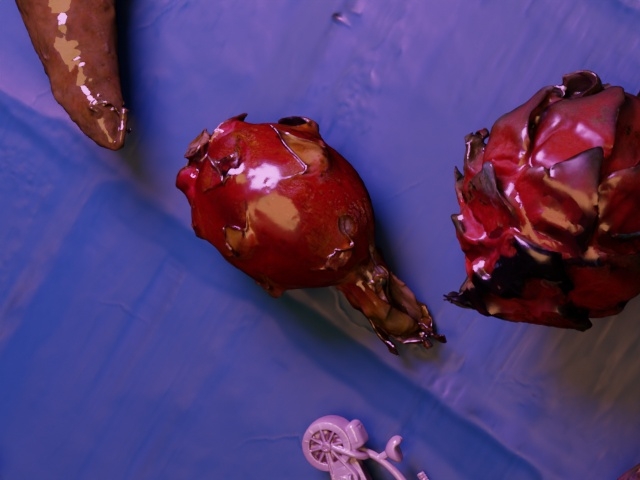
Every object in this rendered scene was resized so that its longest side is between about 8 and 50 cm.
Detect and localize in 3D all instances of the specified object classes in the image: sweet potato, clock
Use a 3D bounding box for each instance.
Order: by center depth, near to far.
[{"bbox_3d":[0.038,0.192,1.533,0.087,0.041,0.129,-26,91,20],"label":"clock"},{"bbox_3d":[-0.204,-0.279,1.534,0.131,0.130,0.422,-3,94,17],"label":"sweet potato"}]

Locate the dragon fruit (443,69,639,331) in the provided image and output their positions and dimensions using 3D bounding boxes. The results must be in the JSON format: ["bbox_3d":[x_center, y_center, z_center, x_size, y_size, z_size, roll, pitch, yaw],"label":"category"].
[{"bbox_3d":[0.178,-0.028,1.414,0.182,0.182,0.188,0,95,16],"label":"dragon fruit"}]

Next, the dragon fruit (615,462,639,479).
[{"bbox_3d":[0.303,0.282,1.395,0.291,0.189,0.290,3,97,24],"label":"dragon fruit"}]

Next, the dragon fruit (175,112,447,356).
[{"bbox_3d":[0.000,0.000,1.506,0.246,0.125,0.125,46,77,-6],"label":"dragon fruit"}]
